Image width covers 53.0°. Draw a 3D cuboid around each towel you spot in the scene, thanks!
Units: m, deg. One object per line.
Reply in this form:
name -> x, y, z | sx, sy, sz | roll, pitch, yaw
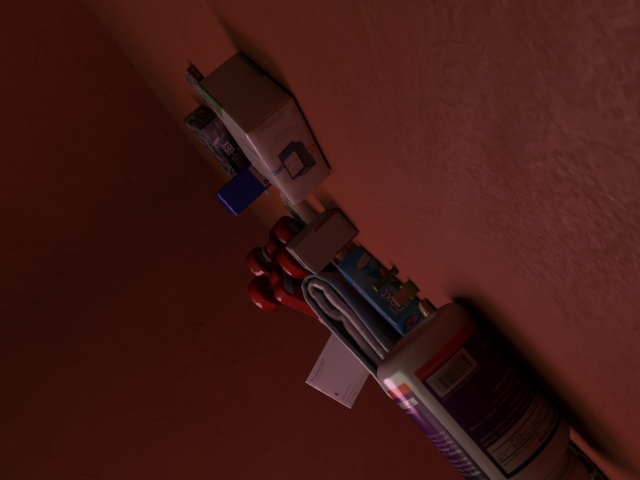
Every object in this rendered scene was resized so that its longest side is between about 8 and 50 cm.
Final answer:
towel -> 0.137, 0.228, 1.576 | 0.374, 0.090, 0.320 | 50, -167, 18

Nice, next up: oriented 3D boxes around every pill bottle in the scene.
pill bottle -> 0.252, 0.266, 0.997 | 0.323, 0.181, 0.181 | 48, 174, 4

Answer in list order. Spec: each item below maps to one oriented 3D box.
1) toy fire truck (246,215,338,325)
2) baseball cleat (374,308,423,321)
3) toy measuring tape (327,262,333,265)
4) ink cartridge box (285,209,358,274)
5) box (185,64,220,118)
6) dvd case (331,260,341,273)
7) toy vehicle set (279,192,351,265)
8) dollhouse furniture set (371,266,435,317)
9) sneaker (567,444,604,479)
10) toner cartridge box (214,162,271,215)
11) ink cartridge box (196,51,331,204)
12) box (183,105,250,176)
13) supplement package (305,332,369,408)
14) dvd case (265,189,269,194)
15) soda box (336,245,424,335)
toy fire truck -> -0.051, 0.090, 1.738 | 0.253, 0.169, 0.302 | 30, -153, -27
baseball cleat -> 0.184, 0.192, 1.477 | 0.206, 0.072, 0.110 | -156, 45, -77
toy measuring tape -> -0.011, 0.083, 2.051 | 0.121, 0.121, 0.330 | 50, -169, -18
ink cartridge box -> 0.000, 0.000, 1.395 | 0.072, 0.127, 0.175 | 46, 175, -7
box -> -0.277, -0.360, 1.578 | 0.137, 0.027, 0.094 | 50, 173, -8
dvd case -> 0.108, 0.127, 1.923 | 0.239, 0.029, 0.179 | 51, 174, -21
toy vehicle set -> -0.006, -0.025, 1.729 | 0.267, 0.035, 0.166 | 48, 175, 8
dollhouse furniture set -> 0.174, 0.127, 1.273 | 0.152, 0.058, 0.076 | 48, 175, 8
sneaker -> 0.407, 0.379, 1.144 | 0.275, 0.107, 0.110 | 51, -165, 22
toner cartridge box -> -0.189, -0.146, 1.658 | 0.075, 0.165, 0.348 | 49, 175, -9
ink cartridge box -> -0.087, -0.177, 1.048 | 0.154, 0.093, 0.212 | 46, 172, 33
box -> -0.289, -0.282, 1.948 | 0.242, 0.076, 0.307 | 51, 173, -25
supplement package -> 0.085, 0.321, 1.837 | 0.145, 0.262, 0.204 | 28, 172, 6
dvd case -> -0.229, -0.216, 2.258 | 0.119, 0.013, 0.087 | 44, 173, 45
soda box -> 0.131, 0.107, 1.396 | 0.210, 0.071, 0.067 | 44, 172, 37
